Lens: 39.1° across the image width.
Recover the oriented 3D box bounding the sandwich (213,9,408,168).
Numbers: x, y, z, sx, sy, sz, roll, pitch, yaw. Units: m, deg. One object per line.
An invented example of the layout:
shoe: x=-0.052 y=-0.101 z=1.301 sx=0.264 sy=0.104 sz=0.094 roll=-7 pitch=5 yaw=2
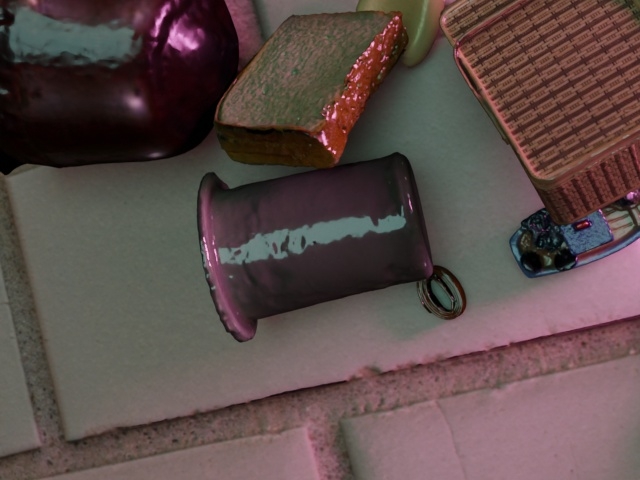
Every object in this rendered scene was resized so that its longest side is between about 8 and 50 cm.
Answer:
sandwich: x=-0.017 y=-0.209 z=1.251 sx=0.226 sy=0.087 sz=0.251 roll=9 pitch=54 yaw=36

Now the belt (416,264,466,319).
belt: x=0.173 y=0.076 z=1.295 sx=0.059 sy=0.036 sz=0.083 roll=-37 pitch=79 yaw=18

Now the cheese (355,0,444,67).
cheese: x=0.137 y=-0.383 z=1.277 sx=0.127 sy=0.050 sz=0.256 roll=29 pitch=112 yaw=17

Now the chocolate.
chocolate: x=-0.293 y=-0.255 z=1.294 sx=0.331 sy=0.383 sz=0.384 roll=14 pitch=92 yaw=6

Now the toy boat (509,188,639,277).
toy boat: x=0.364 y=-0.024 z=1.212 sx=0.223 sy=0.097 sz=0.100 roll=-26 pitch=87 yaw=14

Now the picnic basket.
picnic basket: x=0.312 y=-0.214 z=1.149 sx=0.228 sy=0.175 sz=0.313 roll=-29 pitch=62 yaw=13

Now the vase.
vase: x=0.000 y=0.000 z=1.253 sx=0.291 sy=0.245 sz=0.245 roll=-11 pitch=85 yaw=10
